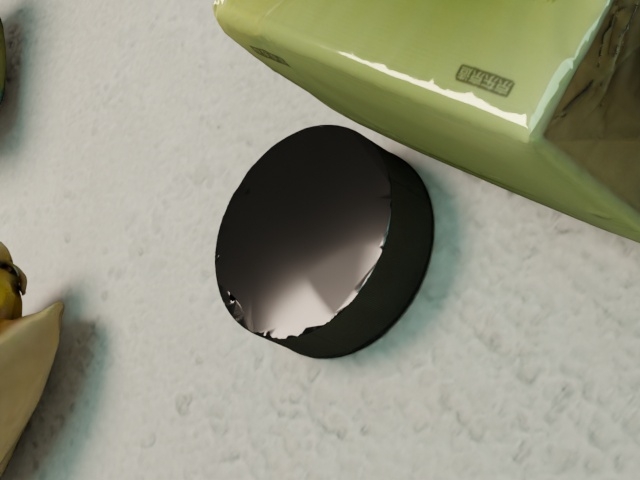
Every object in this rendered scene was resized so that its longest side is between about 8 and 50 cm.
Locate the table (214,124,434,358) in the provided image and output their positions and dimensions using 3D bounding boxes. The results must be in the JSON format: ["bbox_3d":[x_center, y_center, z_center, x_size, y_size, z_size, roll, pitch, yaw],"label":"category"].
[{"bbox_3d":[0.000,0.000,0.676,0.133,0.043,0.133,-18,60,34],"label":"table"}]

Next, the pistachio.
[{"bbox_3d":[-0.273,0.110,0.807,0.229,0.157,0.157,-51,47,4],"label":"pistachio"}]

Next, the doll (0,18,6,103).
[{"bbox_3d":[-0.405,-0.140,1.009,0.260,0.161,0.177,-20,81,32],"label":"doll"}]

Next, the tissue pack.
[{"bbox_3d":[0.083,-0.099,0.566,0.234,0.159,0.125,30,92,44],"label":"tissue pack"}]
